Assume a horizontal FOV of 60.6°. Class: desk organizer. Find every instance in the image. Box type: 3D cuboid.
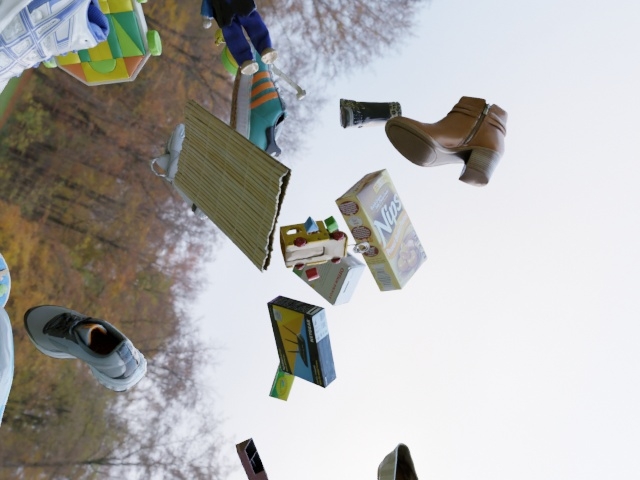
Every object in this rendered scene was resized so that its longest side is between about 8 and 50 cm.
[{"bbox_3d":[-0.186,0.609,1.493,0.050,0.130,0.047,-21,-165,-11],"label":"desk organizer"}]

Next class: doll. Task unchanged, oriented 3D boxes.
[{"bbox_3d":[-0.131,-0.369,0.878,0.129,0.188,0.046,-27,178,10],"label":"doll"}]

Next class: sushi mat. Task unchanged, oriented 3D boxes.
[{"bbox_3d":[-0.144,-0.092,0.803,0.316,0.019,0.151,39,-55,44],"label":"sushi mat"}]

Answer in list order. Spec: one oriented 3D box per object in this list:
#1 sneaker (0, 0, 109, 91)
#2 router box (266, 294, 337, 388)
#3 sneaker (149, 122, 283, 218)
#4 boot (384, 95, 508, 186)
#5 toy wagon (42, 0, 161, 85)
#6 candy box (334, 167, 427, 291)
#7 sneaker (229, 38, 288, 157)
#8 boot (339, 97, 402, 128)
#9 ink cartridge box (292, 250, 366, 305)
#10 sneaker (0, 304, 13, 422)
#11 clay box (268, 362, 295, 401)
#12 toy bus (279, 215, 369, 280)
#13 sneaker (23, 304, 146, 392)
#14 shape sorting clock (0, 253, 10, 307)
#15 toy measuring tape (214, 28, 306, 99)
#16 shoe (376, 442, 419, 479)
[{"bbox_3d":[-0.322,-0.244,0.632,0.296,0.131,0.111,-34,-130,35],"label":"sneaker"},{"bbox_3d":[-0.040,0.214,1.169,0.133,0.046,0.178,10,-61,40],"label":"router box"},{"bbox_3d":[-0.263,-0.250,1.416,0.365,0.210,0.137,-53,-164,-16],"label":"sneaker"},{"bbox_3d":[0.309,-0.274,1.296,0.109,0.284,0.220,107,7,-64],"label":"boot"},{"bbox_3d":[-0.518,-0.520,1.211,0.068,0.268,0.344,-100,-177,-53],"label":"toy wagon"},{"bbox_3d":[0.185,-0.029,1.610,0.088,0.316,0.183,-11,-157,43],"label":"candy box"},{"bbox_3d":[-0.133,-0.317,1.237,0.108,0.121,0.301,148,-51,-64],"label":"sneaker"},{"bbox_3d":[0.150,-0.395,1.697,0.236,0.179,0.085,-96,-178,-68],"label":"boot"},{"bbox_3d":[0.025,0.092,1.799,0.212,0.093,0.154,38,-61,35],"label":"ink cartridge box"},{"bbox_3d":[-0.557,0.226,0.744,0.127,0.208,0.318,-9,-109,36],"label":"sneaker"},{"bbox_3d":[-0.086,0.337,1.397,0.222,0.053,0.127,108,1,-79],"label":"clay box"},{"bbox_3d":[-0.011,-0.002,1.422,0.191,0.202,0.104,-39,-134,20],"label":"toy bus"},{"bbox_3d":[-0.437,0.172,1.005,0.100,0.272,0.107,-52,152,-41],"label":"sneaker"},{"bbox_3d":[-0.763,0.080,1.185,0.040,0.206,0.206,-13,-128,23],"label":"shape sorting clock"},{"bbox_3d":[-0.199,-0.527,1.701,0.121,0.330,0.121,-46,-163,19],"label":"toy measuring tape"},{"bbox_3d":[0.117,0.391,0.799,0.219,0.077,0.058,-84,-161,-65],"label":"shoe"}]
